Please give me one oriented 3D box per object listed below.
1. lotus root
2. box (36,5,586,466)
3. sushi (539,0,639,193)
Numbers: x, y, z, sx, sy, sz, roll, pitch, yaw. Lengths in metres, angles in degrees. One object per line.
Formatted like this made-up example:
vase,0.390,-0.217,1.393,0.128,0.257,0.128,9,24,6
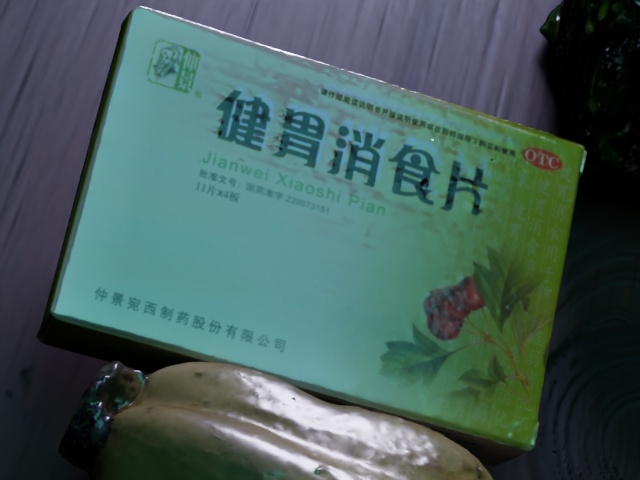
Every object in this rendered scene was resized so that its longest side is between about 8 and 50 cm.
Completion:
lotus root,-0.002,0.142,0.894,0.257,0.140,0.154,26,27,7
box,-0.001,0.001,0.973,0.260,0.062,0.175,16,70,-10
sushi,0.209,-0.133,1.121,0.127,0.124,0.225,12,59,-10
